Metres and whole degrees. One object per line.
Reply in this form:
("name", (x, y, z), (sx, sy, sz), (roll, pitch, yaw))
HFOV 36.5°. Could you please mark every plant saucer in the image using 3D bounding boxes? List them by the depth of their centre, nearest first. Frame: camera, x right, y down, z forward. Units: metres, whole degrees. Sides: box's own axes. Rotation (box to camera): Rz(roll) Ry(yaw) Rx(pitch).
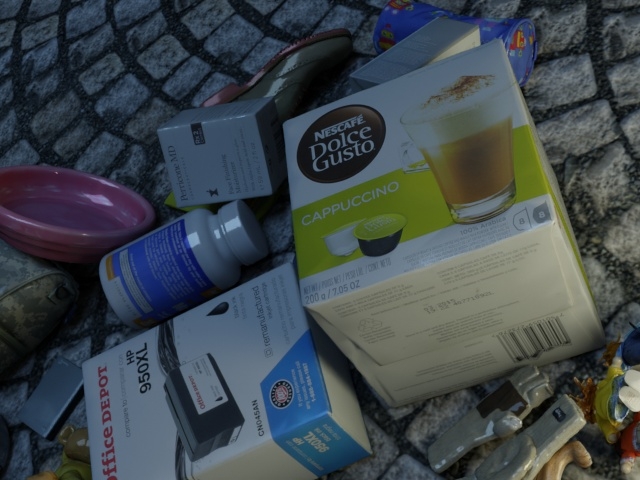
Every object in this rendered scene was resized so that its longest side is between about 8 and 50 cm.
("plant saucer", (-0.480, -0.046, 1.823), (0.332, 0.332, 0.084), (33, 115, 40))

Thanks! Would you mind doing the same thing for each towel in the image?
("towel", (-0.188, -0.079, 1.838), (0.237, 0.021, 0.102), (17, 63, 37))

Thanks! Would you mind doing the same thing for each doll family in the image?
("doll family", (0.407, 0.166, 1.262), (0.118, 0.163, 0.263), (28, 72, 5))

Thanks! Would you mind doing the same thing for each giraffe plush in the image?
("giraffe plush", (-0.384, 0.379, 1.569), (0.210, 0.181, 0.170), (-35, 26, 51))

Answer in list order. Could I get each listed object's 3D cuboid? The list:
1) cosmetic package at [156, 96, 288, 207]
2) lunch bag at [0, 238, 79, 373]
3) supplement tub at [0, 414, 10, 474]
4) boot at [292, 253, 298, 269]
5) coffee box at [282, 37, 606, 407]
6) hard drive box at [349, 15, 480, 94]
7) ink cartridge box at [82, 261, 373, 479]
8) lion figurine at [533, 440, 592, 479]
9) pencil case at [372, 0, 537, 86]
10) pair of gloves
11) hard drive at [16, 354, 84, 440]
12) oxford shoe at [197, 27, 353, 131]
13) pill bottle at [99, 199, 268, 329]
("cosmetic package", (-0.170, -0.160, 1.741), (0.184, 0.151, 0.151), (-8, 18, 13))
("lunch bag", (-0.629, 0.081, 1.840), (0.256, 0.212, 0.305), (-42, 55, -9))
("supplement tub", (-0.712, 0.320, 1.647), (0.207, 0.338, 0.207), (-14, 53, 20))
("boot", (0.000, 0.000, 1.639), (0.106, 0.082, 0.219), (-11, 57, 19))
("coffee box", (0.174, -0.014, 1.382), (0.338, 0.338, 0.334), (-19, 52, 16))
("hard drive box", (0.166, -0.233, 1.588), (0.089, 0.181, 0.232), (23, 47, 38))
("ink cartridge box", (-0.155, 0.256, 1.497), (0.395, 0.166, 0.285), (-26, 50, 12))
("lion figurine", (0.295, 0.433, 1.151), (0.240, 0.142, 0.392), (-32, 47, 4))
("pencil case", (0.240, -0.355, 1.722), (0.306, 0.119, 0.133), (21, 33, 38))
("pair of gloves", (0.244, 0.264, 1.283), (0.204, 0.042, 0.240), (-43, 11, 2))
("hard drive", (-0.479, 0.283, 1.752), (0.094, 0.022, 0.135), (21, 71, 37))
("oxford shoe", (-0.069, -0.276, 1.864), (0.348, 0.123, 0.130), (-34, 76, 3))
("pill bottle", (-0.235, 0.037, 1.698), (0.272, 0.152, 0.152), (-25, 51, 12))
